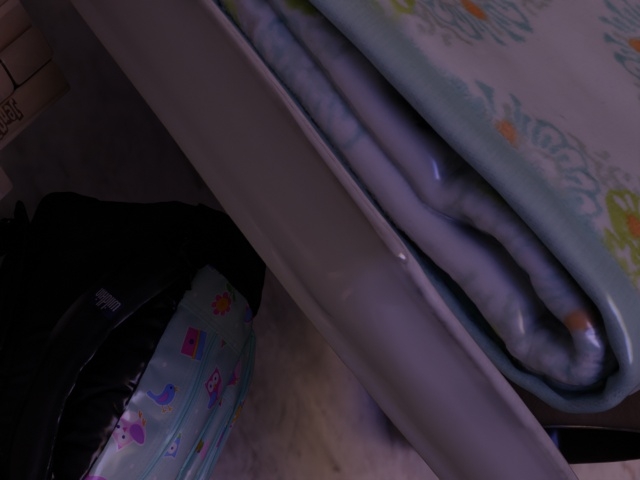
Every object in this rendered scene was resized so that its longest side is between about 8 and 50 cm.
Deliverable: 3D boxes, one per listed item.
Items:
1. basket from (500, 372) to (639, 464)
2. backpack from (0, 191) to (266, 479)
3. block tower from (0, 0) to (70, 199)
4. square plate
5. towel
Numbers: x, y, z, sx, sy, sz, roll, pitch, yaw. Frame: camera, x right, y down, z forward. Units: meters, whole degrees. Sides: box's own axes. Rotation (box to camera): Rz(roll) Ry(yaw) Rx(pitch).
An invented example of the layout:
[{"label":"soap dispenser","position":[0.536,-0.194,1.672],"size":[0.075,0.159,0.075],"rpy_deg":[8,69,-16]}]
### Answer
[{"label":"basket","position":[0.144,0.022,1.047],"size":[0.204,0.154,0.227],"rpy_deg":[20,65,-56]},{"label":"backpack","position":[-0.107,0.075,0.761],"size":[0.115,0.152,0.182],"rpy_deg":[41,61,-41]},{"label":"block tower","position":[-0.238,-0.161,0.686],"size":[0.097,0.091,0.335],"rpy_deg":[-49,120,-39]},{"label":"square plate","position":[0.000,0.000,0.758],"size":[0.049,0.344,0.347],"rpy_deg":[-38,140,-1]},{"label":"towel","position":[0.109,-0.107,0.899],"size":[0.374,0.090,0.320],"rpy_deg":[52,40,9]}]
